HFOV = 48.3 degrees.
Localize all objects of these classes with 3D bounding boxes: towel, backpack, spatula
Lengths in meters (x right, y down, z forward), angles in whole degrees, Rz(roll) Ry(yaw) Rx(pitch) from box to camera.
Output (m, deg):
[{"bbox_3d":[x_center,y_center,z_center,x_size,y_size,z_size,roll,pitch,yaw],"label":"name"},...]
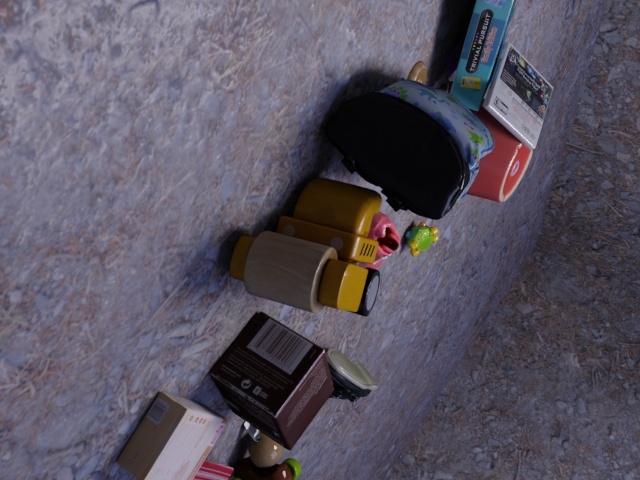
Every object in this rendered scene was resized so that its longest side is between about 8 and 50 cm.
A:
[{"bbox_3d":[-0.301,0.579,1.487,0.275,0.031,0.199,-55,156,-11],"label":"towel"},{"bbox_3d":[0.207,-0.186,1.433,0.273,0.290,0.355,-52,164,5],"label":"backpack"},{"bbox_3d":[0.294,-0.362,1.695,0.084,0.030,0.297,73,36,-59],"label":"spatula"}]

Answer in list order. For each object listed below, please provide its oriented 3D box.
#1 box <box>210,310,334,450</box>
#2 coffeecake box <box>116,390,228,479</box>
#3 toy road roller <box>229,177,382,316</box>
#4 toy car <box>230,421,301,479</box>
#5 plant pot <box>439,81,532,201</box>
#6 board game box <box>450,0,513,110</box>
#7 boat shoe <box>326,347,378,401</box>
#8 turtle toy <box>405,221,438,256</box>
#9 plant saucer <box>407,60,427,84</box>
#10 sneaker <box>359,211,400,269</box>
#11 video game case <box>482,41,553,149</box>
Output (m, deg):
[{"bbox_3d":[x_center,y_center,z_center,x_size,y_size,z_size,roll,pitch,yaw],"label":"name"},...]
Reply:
[{"bbox_3d":[-0.091,0.287,1.450,0.167,0.168,0.203,-51,154,-24],"label":"box"},{"bbox_3d":[-0.264,0.365,1.303,0.142,0.068,0.185,-59,156,-10],"label":"coffeecake box"},{"bbox_3d":[0.000,0.000,1.313,0.329,0.202,0.241,14,90,-71],"label":"toy road roller"},{"bbox_3d":[-0.143,0.497,1.674,0.155,0.148,0.189,-18,103,-62],"label":"toy car"},{"bbox_3d":[0.389,-0.230,1.797,0.275,0.243,0.275,-46,152,-33],"label":"plant pot"},{"bbox_3d":[0.392,-0.506,1.623,0.254,0.079,0.336,-60,164,-46],"label":"board game box"},{"bbox_3d":[0.056,0.378,1.923,0.113,0.127,0.340,-39,159,4],"label":"boat shoe"},{"bbox_3d":[0.284,-0.005,2.039,0.095,0.066,0.130,-34,154,-6],"label":"turtle toy"},{"bbox_3d":[0.217,-0.358,1.591,0.083,0.015,0.083,-45,151,-34],"label":"plant saucer"},{"bbox_3d":[0.122,0.011,1.637,0.116,0.136,0.314,-56,156,-12],"label":"sneaker"},{"bbox_3d":[0.459,-0.332,1.647,0.190,0.022,0.173,32,71,-33],"label":"video game case"}]
